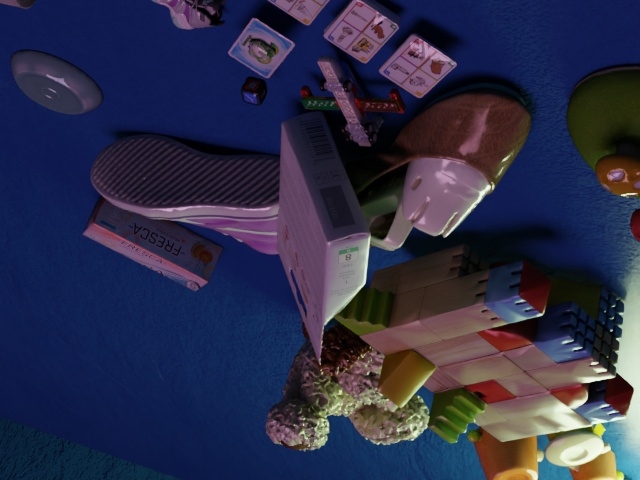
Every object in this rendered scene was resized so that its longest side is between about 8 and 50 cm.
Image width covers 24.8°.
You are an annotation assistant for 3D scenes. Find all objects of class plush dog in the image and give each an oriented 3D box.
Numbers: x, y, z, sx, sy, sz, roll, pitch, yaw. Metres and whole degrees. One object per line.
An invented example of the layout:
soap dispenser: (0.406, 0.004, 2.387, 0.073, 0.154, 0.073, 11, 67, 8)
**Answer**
plush dog: (0.060, 0.169, 2.040, 0.262, 0.211, 0.225, 3, 155, -35)

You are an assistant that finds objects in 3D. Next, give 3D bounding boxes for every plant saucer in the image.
plant saucer: (-0.318, -0.182, 1.734, 0.119, 0.021, 0.119, 18, 157, 8)

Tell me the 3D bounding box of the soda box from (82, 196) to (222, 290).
soda box: (-0.233, 0.001, 2.021, 0.183, 0.058, 0.063, 28, 156, -14)

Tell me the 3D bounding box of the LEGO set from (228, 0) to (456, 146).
LEGO set: (0.012, -0.181, 1.442, 0.182, 0.060, 0.244, 32, 149, -10)

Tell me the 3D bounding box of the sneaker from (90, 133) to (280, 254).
sneaker: (-0.139, -0.041, 1.795, 0.282, 0.102, 0.161, 12, 159, 22)

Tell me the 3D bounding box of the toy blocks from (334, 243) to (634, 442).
toy blocks: (0.242, 0.120, 1.757, 0.260, 0.191, 0.381, -18, 136, 41)

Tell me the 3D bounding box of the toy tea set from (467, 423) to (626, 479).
toy tea set: (0.367, 0.343, 2.237, 0.200, 0.124, 0.336, -21, 137, 16)

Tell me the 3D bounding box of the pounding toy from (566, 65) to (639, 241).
pounding toy: (0.312, -0.071, 1.313, 0.183, 0.110, 0.237, 26, 157, -10)

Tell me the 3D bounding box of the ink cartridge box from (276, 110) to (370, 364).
ink cartridge box: (0.000, 0.000, 1.600, 0.056, 0.181, 0.225, -13, 143, -11)

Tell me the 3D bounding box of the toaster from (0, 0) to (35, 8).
toaster: (-0.343, -0.310, 1.357, 0.168, 0.110, 0.186, 14, 156, 16)

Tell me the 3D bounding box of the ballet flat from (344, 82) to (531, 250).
ballet flat: (0.100, -0.054, 1.518, 0.116, 0.124, 0.342, 28, 156, -20)

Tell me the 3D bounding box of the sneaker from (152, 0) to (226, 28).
sneaker: (-0.124, -0.239, 1.423, 0.069, 0.038, 0.098, 8, 163, 27)
